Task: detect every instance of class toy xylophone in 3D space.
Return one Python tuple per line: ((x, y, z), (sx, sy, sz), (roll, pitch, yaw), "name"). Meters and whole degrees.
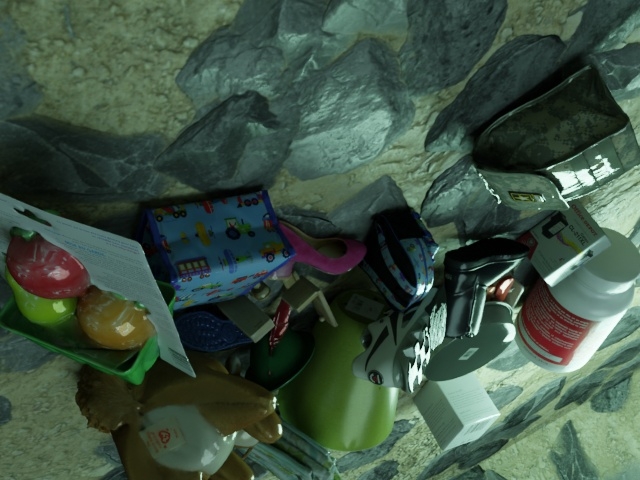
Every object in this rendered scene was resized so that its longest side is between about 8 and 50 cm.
((0.344, 0.175, 2.090), (0.323, 0.081, 0.236), (-21, 149, -13), "toy xylophone")

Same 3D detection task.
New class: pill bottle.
((0.670, 0.155, 2.184), (0.229, 0.229, 0.407), (-17, 147, -20), "pill bottle")

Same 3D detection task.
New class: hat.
((-0.124, 0.189, 1.750), (0.208, 0.173, 0.183), (-43, 118, -14), "hat")

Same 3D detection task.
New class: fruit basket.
((-0.340, 0.048, 1.175), (0.353, 0.327, 0.165), (86, 28, -49), "fruit basket")

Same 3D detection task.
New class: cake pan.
((0.360, 0.259, 2.081), (0.293, 0.054, 0.293), (-18, 146, -13), "cake pan")

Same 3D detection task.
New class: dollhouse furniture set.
((-0.082, 0.142, 1.606), (0.151, 0.144, 0.123), (-42, 141, -14), "dollhouse furniture set")

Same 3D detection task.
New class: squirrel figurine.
((-0.260, 0.305, 1.589), (0.370, 0.397, 0.281), (-15, 129, -80), "squirrel figurine")

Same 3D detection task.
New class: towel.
((-0.110, 0.468, 1.893), (0.090, 0.374, 0.320), (-51, 154, -21), "towel")

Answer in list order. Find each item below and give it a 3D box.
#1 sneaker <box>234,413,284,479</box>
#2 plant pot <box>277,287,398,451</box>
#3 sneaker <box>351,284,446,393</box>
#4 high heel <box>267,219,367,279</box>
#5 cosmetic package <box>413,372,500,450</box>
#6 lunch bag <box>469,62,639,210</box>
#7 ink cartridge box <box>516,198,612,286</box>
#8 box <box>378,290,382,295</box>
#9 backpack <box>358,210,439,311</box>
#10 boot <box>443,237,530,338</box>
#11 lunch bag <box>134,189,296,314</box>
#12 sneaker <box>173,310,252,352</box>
((-0.082, 0.544, 2.239), (0.321, 0.124, 0.180), (-41, 147, 18), "sneaker")
((0.065, 0.263, 1.850), (0.275, 0.275, 0.293), (-8, 127, -32), "plant pot")
((0.162, 0.179, 1.688), (0.330, 0.146, 0.122), (-42, 130, -56), "sneaker")
((0.000, 0.000, 1.570), (0.244, 0.082, 0.117), (-7, 127, -33), "high heel")
((0.408, 0.504, 2.528), (0.151, 0.183, 0.151), (-9, 143, -31), "cosmetic package")
((0.442, -0.164, 1.593), (0.287, 0.169, 0.235), (-30, 154, 16), "lunch bag")
((0.575, 0.003, 1.982), (0.175, 0.127, 0.072), (-39, 146, 14), "ink cartridge box")
((0.193, 0.129, 1.889), (0.101, 0.087, 0.102), (-24, 149, -9), "box")
((0.165, 0.047, 1.661), (0.117, 0.173, 0.158), (-10, 143, -30), "backpack")
((0.362, 0.111, 1.915), (0.246, 0.094, 0.207), (-12, 121, -34), "boot")
((-0.209, 0.059, 1.434), (0.221, 0.138, 0.293), (-12, 156, -31), "lunch bag")
((-0.216, 0.183, 1.621), (0.090, 0.081, 0.232), (-21, 162, 36), "sneaker")
